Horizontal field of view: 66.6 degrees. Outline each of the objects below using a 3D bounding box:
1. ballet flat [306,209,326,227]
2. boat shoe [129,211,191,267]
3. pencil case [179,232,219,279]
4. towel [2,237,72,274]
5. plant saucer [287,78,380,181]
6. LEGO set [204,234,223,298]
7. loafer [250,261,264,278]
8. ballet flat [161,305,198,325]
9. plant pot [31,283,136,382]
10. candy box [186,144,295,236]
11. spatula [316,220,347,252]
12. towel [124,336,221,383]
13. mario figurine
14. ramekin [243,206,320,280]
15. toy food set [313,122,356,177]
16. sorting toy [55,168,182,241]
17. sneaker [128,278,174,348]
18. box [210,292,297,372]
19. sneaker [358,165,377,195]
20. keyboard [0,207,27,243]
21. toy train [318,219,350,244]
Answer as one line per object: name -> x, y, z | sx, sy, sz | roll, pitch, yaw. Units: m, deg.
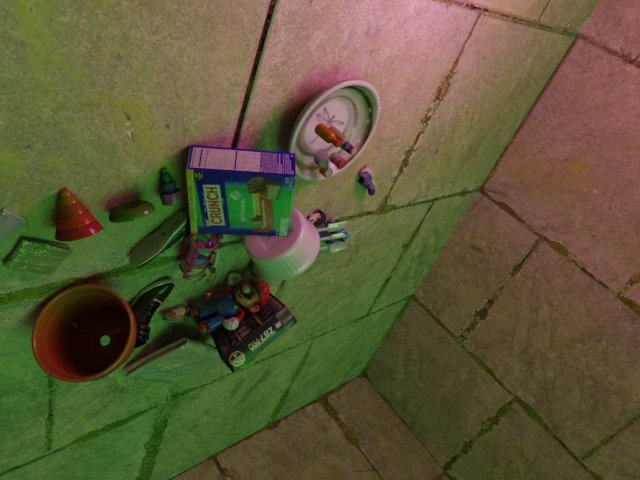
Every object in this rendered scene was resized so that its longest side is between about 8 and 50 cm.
ballet flat -> -0.058, -0.063, 2.059 | 0.203, 0.074, 0.074 | -39, 151, -22
boat shoe -> -0.508, 0.010, 1.573 | 0.233, 0.084, 0.079 | -42, 151, -9
pencil case -> -0.415, 0.044, 1.657 | 0.104, 0.104, 0.236 | -21, 160, -35
towel -> -0.776, 0.046, 1.343 | 0.110, 0.027, 0.148 | -49, 151, 8
plant saucer -> 0.030, -0.393, 1.702 | 0.400, 0.100, 0.400 | -31, 148, -22
LEGO set -> -0.390, 0.083, 1.745 | 0.060, 0.182, 0.244 | 12, 118, -11
loafer -> -0.172, 0.074, 2.058 | 0.269, 0.102, 0.092 | -27, 144, -21
ballet flat -> -0.546, 0.295, 1.936 | 0.206, 0.073, 0.067 | 31, 76, -63
plant pot -> -0.712, 0.303, 1.535 | 0.291, 0.291, 0.203 | -35, 166, -15
candy box -> -0.246, -0.145, 1.512 | 0.317, 0.122, 0.268 | 3, 137, -7
spatula -> 0.000, 0.000, 2.152 | 0.242, 0.019, 0.168 | -11, 137, -8
towel -> -0.598, 0.517, 2.062 | 0.317, 0.053, 0.332 | -27, 153, 8
mario figurine -> -0.351, 0.237, 1.924 | 0.321, 0.198, 0.170 | -27, -177, -20
ramekin -> -0.152, -0.001, 1.822 | 0.277, 0.277, 0.135 | -41, 144, -4
toy food set -> 0.052, -0.292, 1.650 | 0.111, 0.104, 0.232 | -32, 149, -21
sorting toy -> -0.564, -0.117, 1.355 | 0.366, 0.127, 0.126 | -26, 117, -34
sneaker -> -0.612, 0.270, 1.720 | 0.296, 0.147, 0.104 | -40, 149, -9
box -> -0.295, 0.358, 2.040 | 0.318, 0.395, 0.097 | -39, 106, -13
sneaker -> 0.203, -0.258, 2.153 | 0.071, 0.068, 0.170 | -26, 141, 0
keyboard -> -0.861, 0.019, 1.221 | 0.256, 0.014, 0.072 | -41, 156, -4
toy train -> 0.061, -0.029, 2.247 | 0.105, 0.080, 0.184 | -41, 152, 12
